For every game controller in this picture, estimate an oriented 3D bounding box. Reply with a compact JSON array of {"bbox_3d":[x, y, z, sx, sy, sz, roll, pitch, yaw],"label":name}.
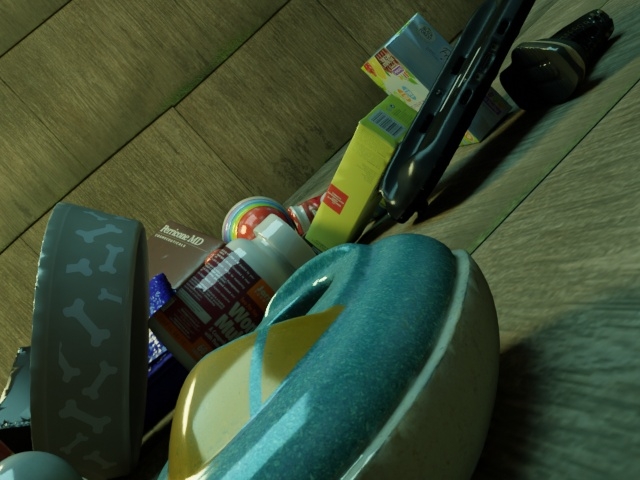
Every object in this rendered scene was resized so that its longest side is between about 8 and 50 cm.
[{"bbox_3d":[0.166,-0.167,1.067,0.319,0.067,0.166,-61,10,-17],"label":"game controller"}]

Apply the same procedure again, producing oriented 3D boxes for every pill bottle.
[{"bbox_3d":[-0.110,0.075,1.233,0.221,0.121,0.121,-44,6,-8],"label":"pill bottle"}]

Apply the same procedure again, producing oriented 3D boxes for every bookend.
[{"bbox_3d":[-0.370,0.249,1.273,0.072,0.156,0.157,-7,37,4],"label":"bookend"}]

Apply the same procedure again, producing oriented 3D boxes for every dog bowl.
[{"bbox_3d":[-0.269,0.127,1.136,0.102,0.348,0.349,1,2,-6],"label":"dog bowl"}]

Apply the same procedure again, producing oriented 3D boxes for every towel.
[{"bbox_3d":[-0.318,0.204,1.396,0.308,0.076,0.227,-40,43,1],"label":"towel"}]

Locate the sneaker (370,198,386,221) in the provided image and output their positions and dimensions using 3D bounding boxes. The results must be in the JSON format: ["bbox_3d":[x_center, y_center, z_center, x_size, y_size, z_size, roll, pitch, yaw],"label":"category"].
[{"bbox_3d":[0.070,-0.062,1.354,0.059,0.053,0.144,-43,5,15],"label":"sneaker"}]

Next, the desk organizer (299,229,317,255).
[{"bbox_3d":[0.000,0.000,1.375,0.130,0.050,0.047,-41,7,13],"label":"desk organizer"}]

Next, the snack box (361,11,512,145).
[{"bbox_3d":[0.151,-0.209,1.272,0.070,0.174,0.207,-46,7,-1],"label":"snack box"}]

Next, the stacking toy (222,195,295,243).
[{"bbox_3d":[-0.100,-0.010,1.641,0.141,0.141,0.330,-43,6,-4],"label":"stacking toy"}]

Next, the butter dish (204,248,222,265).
[{"bbox_3d":[-0.131,0.064,1.454,0.160,0.118,0.160,-46,8,-31],"label":"butter dish"}]

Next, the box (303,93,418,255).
[{"bbox_3d":[0.051,-0.072,1.195,0.087,0.058,0.232,-46,-11,-41],"label":"box"}]

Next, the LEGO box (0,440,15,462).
[{"bbox_3d":[-0.494,0.423,0.951,0.500,0.193,0.372,-46,7,-24],"label":"LEGO box"}]

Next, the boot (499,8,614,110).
[{"bbox_3d":[0.279,-0.217,1.026,0.137,0.077,0.198,-38,7,-2],"label":"boot"}]

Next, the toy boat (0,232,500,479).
[{"bbox_3d":[-0.054,0.116,0.492,0.318,0.148,0.267,-39,7,26],"label":"toy boat"}]

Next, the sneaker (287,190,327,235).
[{"bbox_3d":[0.016,-0.044,1.573,0.128,0.087,0.221,-24,4,-1],"label":"sneaker"}]

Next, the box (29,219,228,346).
[{"bbox_3d":[-0.319,0.149,1.653,0.191,0.143,0.381,18,54,45],"label":"box"}]
